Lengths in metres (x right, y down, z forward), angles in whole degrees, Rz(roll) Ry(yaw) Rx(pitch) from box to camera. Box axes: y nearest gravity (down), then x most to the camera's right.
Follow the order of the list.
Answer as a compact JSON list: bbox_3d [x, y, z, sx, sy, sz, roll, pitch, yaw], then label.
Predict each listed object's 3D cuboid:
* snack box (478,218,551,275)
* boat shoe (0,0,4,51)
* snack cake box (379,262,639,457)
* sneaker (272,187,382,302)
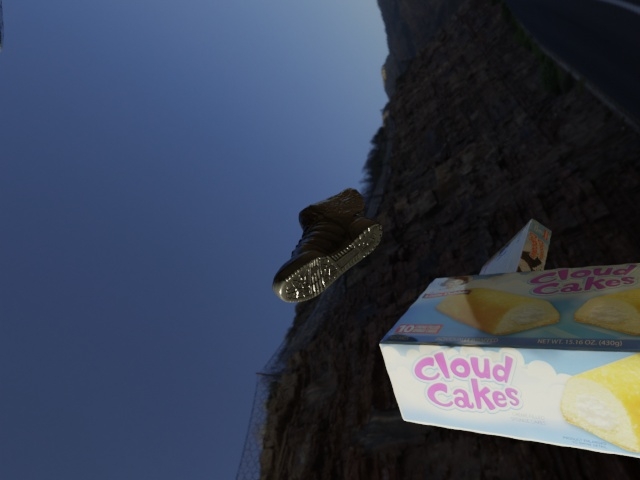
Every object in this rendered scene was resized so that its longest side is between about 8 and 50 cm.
[{"bbox_3d":[0.393,0.103,0.924,0.060,0.187,0.322,36,-135,7],"label":"snack box"},{"bbox_3d":[-0.285,-0.211,0.295,0.103,0.118,0.320,-5,-145,-35],"label":"boat shoe"},{"bbox_3d":[0.206,0.090,0.371,0.152,0.264,0.089,-33,-71,-50],"label":"snack cake box"},{"bbox_3d":[0.000,-0.002,0.472,0.170,0.051,0.089,-31,-135,-28],"label":"sneaker"}]
